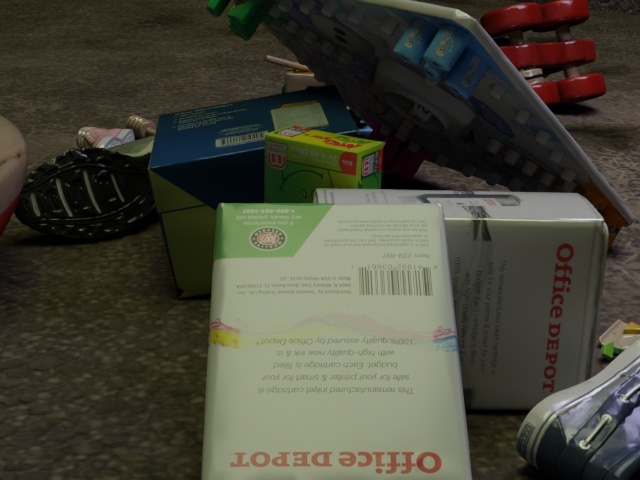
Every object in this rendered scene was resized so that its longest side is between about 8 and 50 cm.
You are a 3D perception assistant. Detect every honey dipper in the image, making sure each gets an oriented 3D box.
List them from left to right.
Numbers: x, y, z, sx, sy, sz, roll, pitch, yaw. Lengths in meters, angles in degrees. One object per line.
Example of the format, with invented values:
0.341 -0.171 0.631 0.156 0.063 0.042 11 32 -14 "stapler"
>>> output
-0.218 -0.144 1.492 0.030 0.030 0.161 -17 31 -41 "honey dipper"

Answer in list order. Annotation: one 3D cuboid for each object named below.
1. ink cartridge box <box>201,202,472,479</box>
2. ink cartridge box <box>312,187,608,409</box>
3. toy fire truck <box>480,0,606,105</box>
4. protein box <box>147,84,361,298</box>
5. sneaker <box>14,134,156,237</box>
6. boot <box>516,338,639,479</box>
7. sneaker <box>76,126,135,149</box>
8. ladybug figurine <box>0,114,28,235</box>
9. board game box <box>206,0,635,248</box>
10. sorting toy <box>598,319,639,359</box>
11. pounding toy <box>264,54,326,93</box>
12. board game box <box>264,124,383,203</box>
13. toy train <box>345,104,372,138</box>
0.007 0.084 0.671 0.154 0.093 0.212 0 52 -2 "ink cartridge box"
0.100 0.044 0.823 0.218 0.158 0.092 2 18 -1 "ink cartridge box"
0.319 -0.294 1.797 0.302 0.169 0.254 -14 2 -38 "toy fire truck"
-0.060 -0.057 1.069 0.200 0.135 0.201 -10 21 -2 "protein box"
-0.230 -0.064 1.207 0.272 0.100 0.108 -22 6 -41 "sneaker"
0.233 0.130 0.753 0.190 0.069 0.086 -23 38 -33 "boot"
-0.294 -0.119 1.387 0.070 0.050 0.134 2 17 5 "sneaker"
-0.432 -0.017 0.936 0.305 0.161 0.449 6 20 9 "ladybug figurine"
0.103 -0.142 1.158 0.390 0.050 0.390 24 -10 46 "board game box"
0.278 0.090 0.923 0.062 0.012 0.083 15 24 31 "sorting toy"
-0.012 -0.257 1.705 0.141 0.100 0.130 4 20 6 "pounding toy"
0.000 0.000 0.899 0.092 0.181 0.043 14 23 30 "board game box"
0.110 -0.197 1.599 0.184 0.080 0.105 -4 12 -9 "toy train"
